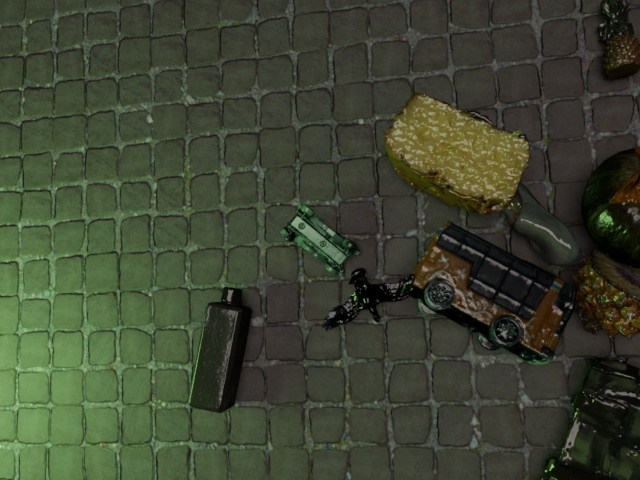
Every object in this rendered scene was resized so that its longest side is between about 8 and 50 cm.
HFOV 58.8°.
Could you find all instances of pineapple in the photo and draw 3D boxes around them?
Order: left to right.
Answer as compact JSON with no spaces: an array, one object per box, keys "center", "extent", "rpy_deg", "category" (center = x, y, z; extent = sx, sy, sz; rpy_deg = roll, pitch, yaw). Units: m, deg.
[{"center":[0.507,0.115,1.000],"extent":[0.176,0.162,0.136],"rpy_deg":[49,128,37],"category":"pineapple"},{"center":[0.566,-0.390,1.078],"extent":[0.074,0.074,0.159],"rpy_deg":[-4,75,11],"category":"pineapple"}]

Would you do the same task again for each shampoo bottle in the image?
[{"center":[-0.201,0.218,1.159],"extent":[0.079,0.080,0.245],"rpy_deg":[9,86,11],"category":"shampoo bottle"}]

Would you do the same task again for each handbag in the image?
[{"center":[0.566,0.392,0.953],"extent":[0.327,0.162,0.325],"rpy_deg":[22,85,21],"category":"handbag"}]

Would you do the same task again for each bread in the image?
[{"center":[0.252,-0.152,1.079],"extent":[0.261,0.147,0.160],"rpy_deg":[24,81,13],"category":"bread"}]

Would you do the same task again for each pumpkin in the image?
[{"center":[0.579,-0.053,0.985],"extent":[0.238,0.159,0.237],"rpy_deg":[-5,61,10],"category":"pumpkin"}]

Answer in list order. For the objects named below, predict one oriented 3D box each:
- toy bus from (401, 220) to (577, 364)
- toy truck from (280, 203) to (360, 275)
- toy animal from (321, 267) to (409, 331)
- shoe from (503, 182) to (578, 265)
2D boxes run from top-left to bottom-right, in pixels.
[{"center":[0.304,0.098,1.031],"extent":[0.275,0.138,0.167],"rpy_deg":[30,79,11],"category":"toy bus"},{"center":[-0.001,-0.001,1.153],"extent":[0.154,0.078,0.080],"rpy_deg":[38,93,-4],"category":"toy truck"},{"center":[0.093,0.111,1.129],"extent":[0.220,0.062,0.107],"rpy_deg":[-27,98,6],"category":"toy animal"},{"center":[0.381,-0.029,1.043],"extent":[0.078,0.079,0.195],"rpy_deg":[-10,55,-26],"category":"shoe"}]
